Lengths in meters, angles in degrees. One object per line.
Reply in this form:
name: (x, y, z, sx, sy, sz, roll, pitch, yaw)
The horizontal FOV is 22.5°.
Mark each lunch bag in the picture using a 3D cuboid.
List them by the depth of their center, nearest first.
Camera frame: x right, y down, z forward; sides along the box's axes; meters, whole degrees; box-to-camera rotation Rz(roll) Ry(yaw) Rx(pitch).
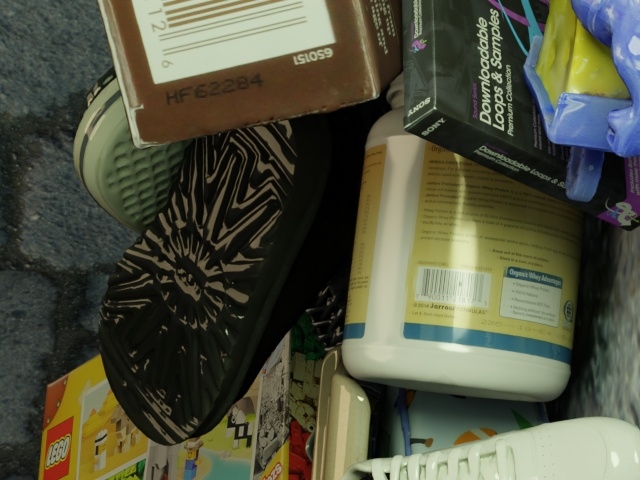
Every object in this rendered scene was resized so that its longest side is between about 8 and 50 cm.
lunch bag: (0.091, 0.210, 1.130, 0.243, 0.115, 0.303, 98, 176, -45)

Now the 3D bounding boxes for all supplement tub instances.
supplement tub: (0.094, -0.005, 1.013, 0.144, 0.144, 0.200, 127, 150, -81)

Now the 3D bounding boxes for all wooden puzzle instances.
wooden puzzle: (0.017, 0.193, 1.129, 0.239, 0.044, 0.221, -125, 39, -87)

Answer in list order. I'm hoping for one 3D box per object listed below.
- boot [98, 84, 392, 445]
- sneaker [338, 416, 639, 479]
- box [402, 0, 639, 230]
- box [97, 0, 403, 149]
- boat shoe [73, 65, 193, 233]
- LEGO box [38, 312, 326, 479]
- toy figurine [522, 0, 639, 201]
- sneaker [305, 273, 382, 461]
boot: (0.003, 0.002, 1.194, 0.131, 0.260, 0.348, 52, 131, 23)
sneaker: (0.077, 0.152, 0.907, 0.235, 0.095, 0.090, -28, 46, 36)
box: (0.112, -0.083, 0.858, 0.029, 0.162, 0.116, -36, 44, 44)
box: (-0.014, -0.194, 0.942, 0.381, 0.143, 0.191, -47, -55, -69)
boat shoe: (-0.069, -0.119, 1.297, 0.187, 0.156, 0.500, -49, -11, 22)
LEGO box: (-0.093, 0.266, 1.594, 0.500, 0.193, 0.373, -31, 51, 48)
toy figurine: (0.109, -0.131, 0.783, 0.362, 0.191, 0.217, -96, 5, -68)
sneaker: (0.016, 0.091, 1.342, 0.086, 0.226, 0.163, -33, 14, 46)
